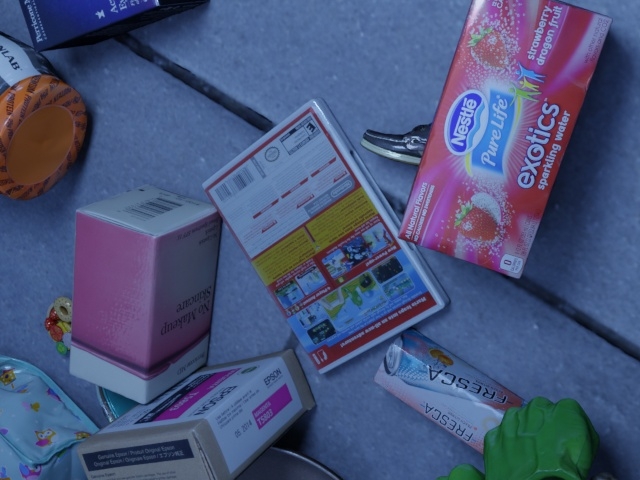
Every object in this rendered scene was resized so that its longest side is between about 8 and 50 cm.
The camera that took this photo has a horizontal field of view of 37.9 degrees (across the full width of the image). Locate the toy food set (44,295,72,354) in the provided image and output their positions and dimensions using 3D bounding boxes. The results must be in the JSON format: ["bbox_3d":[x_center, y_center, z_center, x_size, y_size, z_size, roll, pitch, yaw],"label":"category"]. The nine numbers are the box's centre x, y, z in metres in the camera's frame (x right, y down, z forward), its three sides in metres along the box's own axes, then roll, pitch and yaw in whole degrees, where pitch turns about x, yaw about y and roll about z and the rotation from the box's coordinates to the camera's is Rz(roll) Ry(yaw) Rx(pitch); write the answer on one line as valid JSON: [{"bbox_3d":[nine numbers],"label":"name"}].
[{"bbox_3d":[-0.374,0.127,1.373,0.083,0.020,0.082,-37,86,32],"label":"toy food set"}]

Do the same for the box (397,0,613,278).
[{"bbox_3d":[0.175,-0.109,0.906,0.128,0.122,0.257,19,105,7],"label":"box"}]

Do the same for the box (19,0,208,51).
[{"bbox_3d":[-0.261,-0.327,1.119,0.207,0.108,0.153,-12,100,31],"label":"box"}]

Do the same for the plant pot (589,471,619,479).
[{"bbox_3d":[0.308,0.414,0.915,0.334,0.334,0.305,26,91,19],"label":"plant pot"}]

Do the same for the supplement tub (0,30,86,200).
[{"bbox_3d":[-0.489,-0.196,1.226,0.338,0.207,0.207,27,116,19],"label":"supplement tub"}]

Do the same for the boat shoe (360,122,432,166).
[{"bbox_3d":[0.119,-0.105,1.015,0.152,0.056,0.049,15,105,13],"label":"boat shoe"}]

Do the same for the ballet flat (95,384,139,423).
[{"bbox_3d":[-0.247,0.274,1.327,0.221,0.077,0.079,44,140,9],"label":"ballet flat"}]

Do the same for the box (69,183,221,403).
[{"bbox_3d":[-0.224,0.064,1.196,0.127,0.148,0.232,17,114,22],"label":"box"}]

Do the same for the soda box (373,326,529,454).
[{"bbox_3d":[0.157,0.179,1.077,0.183,0.058,0.063,32,118,16],"label":"soda box"}]

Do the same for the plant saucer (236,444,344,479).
[{"bbox_3d":[-0.056,0.393,1.243,0.311,0.050,0.310,8,114,18],"label":"plant saucer"}]

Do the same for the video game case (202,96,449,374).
[{"bbox_3d":[0.000,0.000,1.127,0.204,0.025,0.285,-33,88,32],"label":"video game case"}]

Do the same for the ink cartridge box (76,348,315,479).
[{"bbox_3d":[-0.148,0.229,1.155,0.193,0.235,0.088,-16,98,31],"label":"ink cartridge box"}]

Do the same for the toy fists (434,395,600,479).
[{"bbox_3d":[0.186,0.276,0.980,0.096,0.142,0.279,30,120,-10],"label":"toy fists"}]

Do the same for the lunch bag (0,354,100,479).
[{"bbox_3d":[-0.466,0.320,1.407,0.262,0.160,0.223,32,122,29],"label":"lunch bag"}]
